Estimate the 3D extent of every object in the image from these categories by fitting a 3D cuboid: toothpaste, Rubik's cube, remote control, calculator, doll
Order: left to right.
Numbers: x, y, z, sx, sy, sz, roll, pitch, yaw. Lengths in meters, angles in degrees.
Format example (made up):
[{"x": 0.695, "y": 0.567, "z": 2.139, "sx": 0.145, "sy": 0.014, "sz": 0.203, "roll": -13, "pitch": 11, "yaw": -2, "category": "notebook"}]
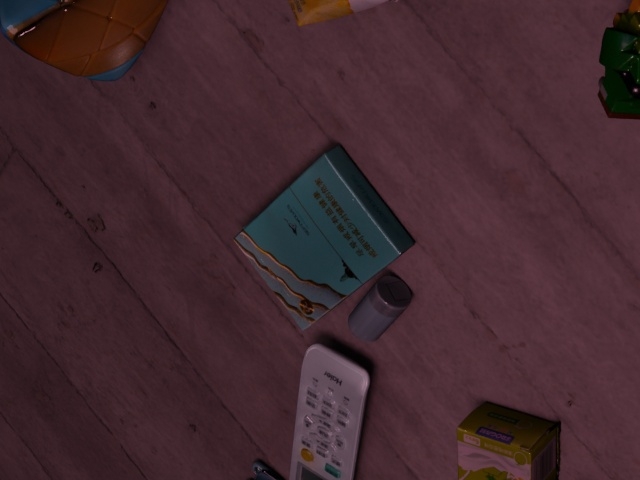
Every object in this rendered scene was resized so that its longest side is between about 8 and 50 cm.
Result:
[{"x": -0.298, "y": -0.362, "z": 1.885, "sx": 0.254, "sy": 0.254, "sz": 0.254, "roll": 19, "pitch": 124, "yaw": 31, "category": "Rubik's cube"}, {"x": -0.053, "y": 0.390, "z": 2.176, "sx": 0.141, "sy": 0.019, "sz": 0.094, "roll": 37, "pitch": 132, "yaw": 16, "category": "calculator"}, {"x": 0.015, "y": 0.268, "z": 2.034, "sx": 0.103, "sy": 0.051, "sz": 0.293, "roll": 29, "pitch": 132, "yaw": 25, "category": "remote control"}, {"x": 0.243, "y": 0.369, "z": 1.884, "sx": 0.110, "sy": 0.077, "sz": 0.327, "roll": 14, "pitch": 121, "yaw": 32, "category": "toothpaste"}, {"x": 0.344, "y": -0.200, "z": 1.465, "sx": 0.134, "sy": 0.106, "sz": 0.186, "roll": -131, "pitch": 45, "yaw": -69, "category": "doll"}]

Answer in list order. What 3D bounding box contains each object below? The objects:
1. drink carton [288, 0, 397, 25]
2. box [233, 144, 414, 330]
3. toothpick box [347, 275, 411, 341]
[{"x": 0.051, "y": -0.306, "z": 1.673, "sx": 0.200, "sy": 0.074, "sz": 0.084, "roll": -8, "pitch": 108, "yaw": 40, "category": "drink carton"}, {"x": 0.000, "y": 0.000, "z": 1.904, "sx": 0.162, "sy": 0.041, "sz": 0.229, "roll": 53, "pitch": 134, "yaw": 4, "category": "box"}, {"x": 0.076, "y": 0.089, "z": 1.884, "sx": 0.052, "sy": 0.052, "sz": 0.083, "roll": 47, "pitch": 135, "yaw": 9, "category": "toothpick box"}]
